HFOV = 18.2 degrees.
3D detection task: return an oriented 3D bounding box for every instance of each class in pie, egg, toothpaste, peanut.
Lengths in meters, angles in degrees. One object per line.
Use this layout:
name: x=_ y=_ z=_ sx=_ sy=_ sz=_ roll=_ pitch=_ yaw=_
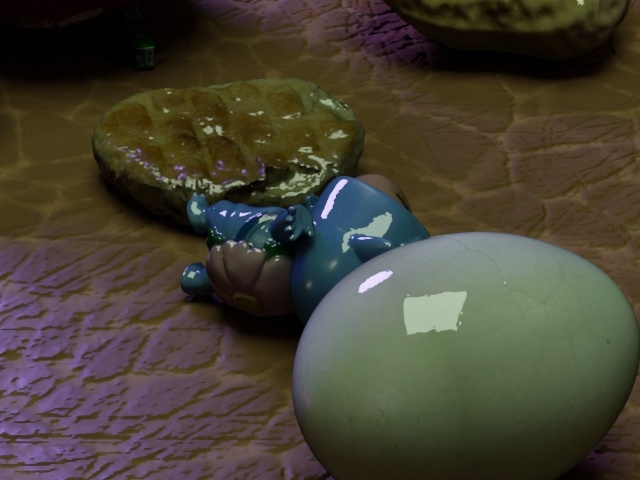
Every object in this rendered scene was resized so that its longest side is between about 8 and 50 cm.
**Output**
pie: x=-0.064 y=-0.065 z=1.419 sx=0.195 sy=0.046 sz=0.195 roll=0 pitch=30 yaw=0
egg: x=0.083 y=0.070 z=1.099 sx=0.209 sy=0.151 sz=0.151 roll=-14 pitch=34 yaw=-30
toothpaste: x=-0.148 y=-0.164 z=1.602 sx=0.017 sy=0.020 sz=0.083 roll=-5 pitch=32 yaw=-13
peanut: x=0.135 y=-0.220 z=1.615 sx=0.233 sy=0.110 sz=0.197 roll=2 pitch=36 yaw=3

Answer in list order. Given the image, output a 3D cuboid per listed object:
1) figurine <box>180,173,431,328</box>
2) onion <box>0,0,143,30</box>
figurine: x=0.002 y=0.002 z=1.261 sx=0.178 sy=0.114 sz=0.144 roll=8 pitch=29 yaw=27
onion: x=-0.209 y=-0.323 z=1.632 sx=0.347 sy=0.348 sz=0.385 roll=11 pitch=-11 yaw=16
